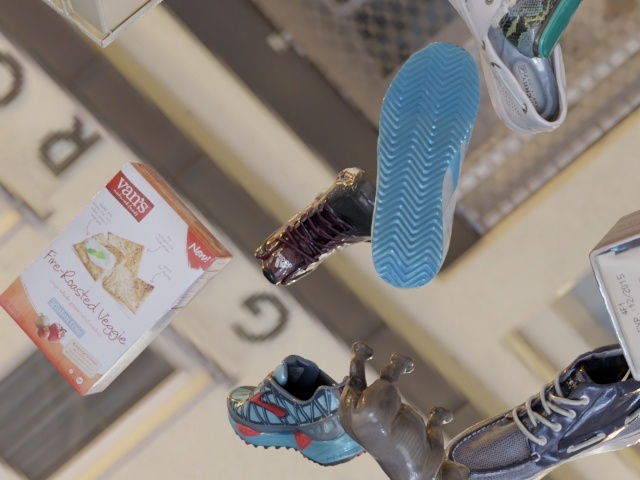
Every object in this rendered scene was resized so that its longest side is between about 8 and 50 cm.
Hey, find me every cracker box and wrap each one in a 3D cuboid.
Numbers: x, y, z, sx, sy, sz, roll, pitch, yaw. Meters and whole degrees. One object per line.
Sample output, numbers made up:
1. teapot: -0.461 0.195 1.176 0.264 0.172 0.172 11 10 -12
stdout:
1. cracker box: -0.237 0.044 1.931 0.155 0.232 0.067 46 -171 10

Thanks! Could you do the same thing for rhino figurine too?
1. rhino figurine: 0.099 0.223 1.812 0.243 0.073 0.106 52 -138 -31

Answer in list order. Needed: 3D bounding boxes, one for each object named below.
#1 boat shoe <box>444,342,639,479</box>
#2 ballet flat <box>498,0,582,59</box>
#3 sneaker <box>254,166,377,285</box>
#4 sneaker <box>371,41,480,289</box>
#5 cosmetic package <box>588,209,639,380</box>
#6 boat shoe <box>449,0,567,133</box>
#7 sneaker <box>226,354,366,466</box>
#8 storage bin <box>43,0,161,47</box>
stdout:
1. boat shoe: 0.317 0.242 2.343 0.127 0.341 0.158 55 155 39
2. ballet flat: 0.235 -0.259 1.608 0.070 0.188 0.070 35 165 11
3. sneaker: 0.000 0.000 2.205 0.106 0.162 0.281 51 166 -1
4. sneaker: 0.089 -0.068 1.529 0.087 0.228 0.092 13 176 2
5. cosmetic package: 0.358 0.028 1.596 0.296 0.153 0.129 -23 -88 -75
6. boat shoe: 0.191 -0.240 1.696 0.277 0.098 0.096 65 171 -10
7. sneaker: -0.029 0.198 2.139 0.262 0.104 0.125 7 113 49
8. storage bin: -0.257 -0.408 1.986 0.260 0.262 0.123 38 158 24
